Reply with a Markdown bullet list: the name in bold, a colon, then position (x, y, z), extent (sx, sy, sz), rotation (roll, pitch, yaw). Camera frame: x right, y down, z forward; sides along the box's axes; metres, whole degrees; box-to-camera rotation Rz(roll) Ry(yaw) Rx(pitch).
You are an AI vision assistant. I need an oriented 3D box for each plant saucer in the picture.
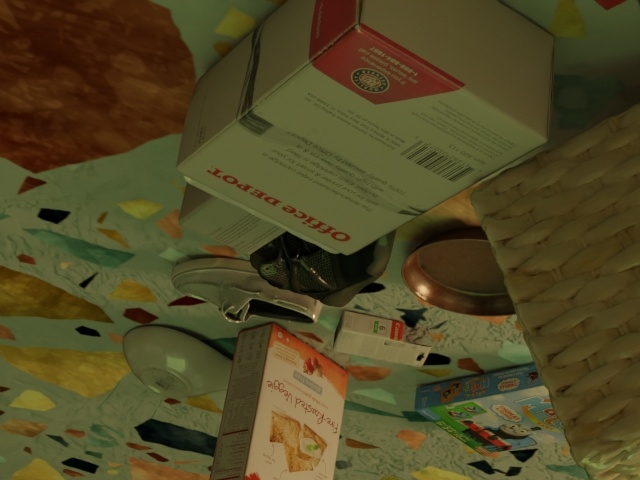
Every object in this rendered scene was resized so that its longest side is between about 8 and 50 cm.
- **plant saucer**: position (0.173, 0.032, 1.491), extent (0.168, 0.029, 0.168), rotation (7, 150, 4)

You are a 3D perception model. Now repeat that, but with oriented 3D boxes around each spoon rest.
- **spoon rest**: position (-0.145, 0.195, 1.832), extent (0.276, 0.084, 0.137), rotation (38, 140, -18)

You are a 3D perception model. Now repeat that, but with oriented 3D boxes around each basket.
- **basket**: position (0.344, 0.063, 1.126), extent (0.331, 0.328, 0.266), rotation (-26, 137, 11)

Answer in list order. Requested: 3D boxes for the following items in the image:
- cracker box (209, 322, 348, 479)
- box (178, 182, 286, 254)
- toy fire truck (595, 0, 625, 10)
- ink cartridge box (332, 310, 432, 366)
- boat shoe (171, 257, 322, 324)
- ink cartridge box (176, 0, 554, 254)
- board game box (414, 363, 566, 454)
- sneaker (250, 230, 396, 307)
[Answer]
- **cracker box**: position (-0.050, 0.242, 1.708), extent (0.067, 0.232, 0.156), rotation (-16, 141, 38)
- **box**: position (-0.073, -0.058, 1.339), extent (0.087, 0.102, 0.101), rotation (24, 148, -26)
- **toy fire truck**: position (0.313, -0.213, 1.019), extent (0.135, 0.047, 0.192), rotation (30, 144, -28)
- **ink cartridge box**: position (0.077, 0.122, 1.670), extent (0.115, 0.029, 0.063), rotation (11, 149, -4)
- **boat shoe**: position (-0.087, 0.066, 1.589), extent (0.184, 0.063, 0.066), rotation (9, 150, 1)
- **ink cartridge box**: position (0.033, -0.118, 1.191), extent (0.207, 0.117, 0.283), rotation (26, 145, -26)
- **board game box**: position (0.255, 0.222, 1.777), extent (0.211, 0.039, 0.160), rotation (-18, 140, 37)
- **sneaker**: position (0.000, 0.000, 1.430), extent (0.130, 0.087, 0.227), rotation (12, 156, -16)
